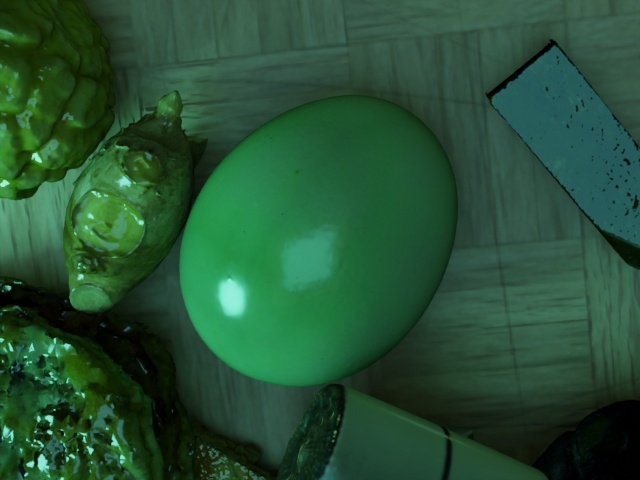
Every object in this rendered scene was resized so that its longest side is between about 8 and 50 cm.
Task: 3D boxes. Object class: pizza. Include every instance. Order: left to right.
[{"bbox_3d":[-0.083,0.259,1.332,0.134,0.046,0.175,-2,100,8],"label":"pizza"}]

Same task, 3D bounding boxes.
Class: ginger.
[{"bbox_3d":[-0.165,-0.036,1.218,0.102,0.157,0.216,28,110,0],"label":"ginger"}]

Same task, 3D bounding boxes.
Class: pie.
[{"bbox_3d":[-0.321,0.234,1.283,0.418,0.180,0.395,-4,97,17],"label":"pie"}]

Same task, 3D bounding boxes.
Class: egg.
[{"bbox_3d":[0.000,0.000,1.191,0.220,0.220,0.270,40,101,-2],"label":"egg"}]

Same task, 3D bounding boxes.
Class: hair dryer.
[{"bbox_3d":[0.020,0.311,1.134,0.203,0.128,0.362,25,101,-13],"label":"hair dryer"}]

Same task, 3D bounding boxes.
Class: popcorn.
[{"bbox_3d":[-0.315,-0.139,1.214,0.251,0.206,0.237,-30,111,21],"label":"popcorn"}]

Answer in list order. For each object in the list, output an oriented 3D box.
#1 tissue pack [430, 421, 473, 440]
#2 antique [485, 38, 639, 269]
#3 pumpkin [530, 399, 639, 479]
[{"bbox_3d":[0.047,0.281,1.250,0.148,0.156,0.209,5,104,41],"label":"tissue pack"},{"bbox_3d":[0.246,-0.070,1.226,0.080,0.081,0.221,-39,94,11],"label":"antique"},{"bbox_3d":[0.318,0.318,1.196,0.363,0.266,0.363,2,105,6],"label":"pumpkin"}]
